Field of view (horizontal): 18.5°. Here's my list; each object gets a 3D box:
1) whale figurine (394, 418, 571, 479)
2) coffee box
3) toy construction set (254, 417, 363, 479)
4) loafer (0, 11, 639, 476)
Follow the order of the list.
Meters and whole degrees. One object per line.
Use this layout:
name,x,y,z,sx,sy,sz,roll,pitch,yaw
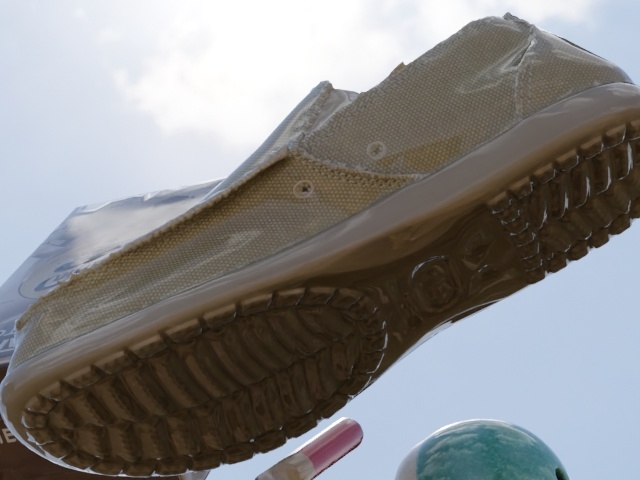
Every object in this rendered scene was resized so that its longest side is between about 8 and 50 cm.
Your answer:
whale figurine,0.188,0.249,1.727,0.141,0.216,0.272,-35,-40,29
coffee box,-0.132,0.068,1.340,0.168,0.297,0.118,-11,-70,20
toy construction set,0.009,0.292,1.272,0.257,0.308,0.237,-19,1,25
loafer,0.000,0.000,0.743,0.269,0.092,0.102,-25,-39,-5
